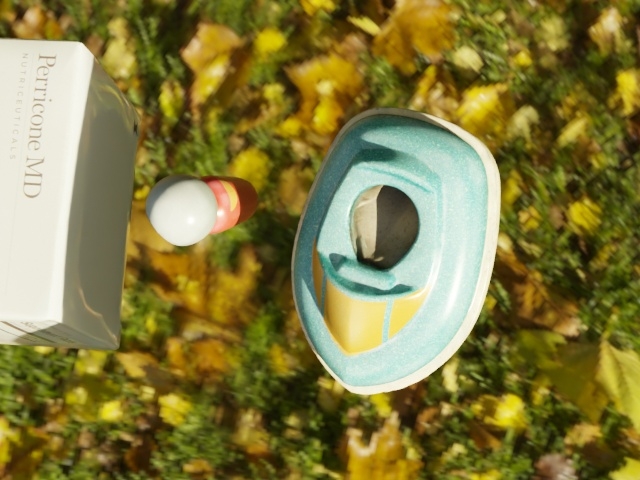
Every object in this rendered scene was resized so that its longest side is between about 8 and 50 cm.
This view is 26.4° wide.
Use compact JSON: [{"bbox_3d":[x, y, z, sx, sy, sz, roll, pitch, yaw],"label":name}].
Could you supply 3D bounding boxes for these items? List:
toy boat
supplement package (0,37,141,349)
[{"bbox_3d":[0.000,0.000,1.253,0.318,0.148,0.268,15,102,23],"label":"toy boat"},{"bbox_3d":[-0.227,-0.024,0.691,0.244,0.134,0.139,2,80,6],"label":"supplement package"}]
